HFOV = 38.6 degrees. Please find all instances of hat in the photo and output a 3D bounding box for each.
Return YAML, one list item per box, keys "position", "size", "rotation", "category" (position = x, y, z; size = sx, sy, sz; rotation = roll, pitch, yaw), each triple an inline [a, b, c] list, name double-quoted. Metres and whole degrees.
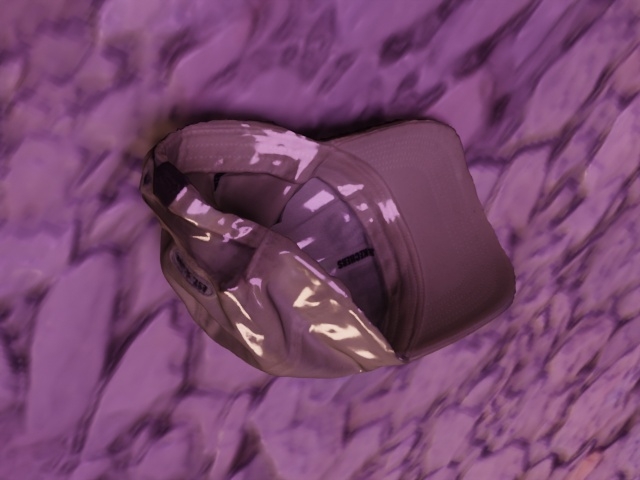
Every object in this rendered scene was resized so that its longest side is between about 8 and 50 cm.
- position: [0.006, -0.003, 0.395]
  size: [0.166, 0.081, 0.122]
  rotation: [-23, 91, -30]
  category: "hat"
